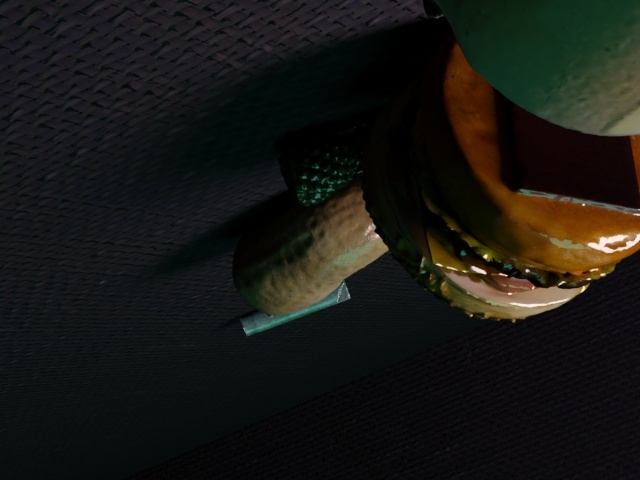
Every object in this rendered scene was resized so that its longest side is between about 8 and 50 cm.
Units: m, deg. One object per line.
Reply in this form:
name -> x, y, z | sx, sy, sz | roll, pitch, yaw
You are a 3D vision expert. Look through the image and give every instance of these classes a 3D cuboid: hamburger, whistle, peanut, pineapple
hamburger -> 0.181, -0.061, 1.172 | 0.291, 0.291, 0.225 | -12, 161, -33
whistle -> -0.043, 0.112, 2.070 | 0.186, 0.039, 0.039 | -20, 167, -2
peanut -> 0.000, 0.000, 1.497 | 0.253, 0.122, 0.137 | -36, 170, 36
pineapple -> 0.037, -0.092, 1.288 | 0.159, 0.074, 0.074 | -23, 168, -11

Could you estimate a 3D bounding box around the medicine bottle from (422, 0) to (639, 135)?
medicine bottle -> 0.232, -0.235, 0.610 | 0.236, 0.235, 0.406 | -14, 167, -25
